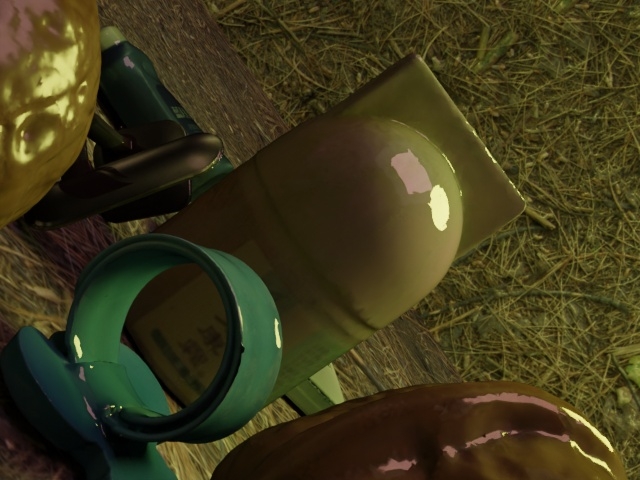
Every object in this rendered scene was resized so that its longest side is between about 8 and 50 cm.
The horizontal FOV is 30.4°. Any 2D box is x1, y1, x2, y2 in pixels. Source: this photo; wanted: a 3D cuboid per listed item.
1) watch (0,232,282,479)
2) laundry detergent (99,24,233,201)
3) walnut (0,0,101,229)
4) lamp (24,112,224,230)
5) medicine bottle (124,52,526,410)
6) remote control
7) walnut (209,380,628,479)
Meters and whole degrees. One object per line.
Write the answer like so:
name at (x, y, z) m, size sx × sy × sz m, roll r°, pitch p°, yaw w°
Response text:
watch at (-0.128, 0.100, 0.970) m, size 0.211 × 0.193 × 0.211 m, roll 49°, pitch 11°, yaw -14°
laundry detergent at (-0.243, -0.192, 1.691) m, size 0.290 × 0.094 × 0.143 m, roll 55°, pitch 14°, yaw 2°
walnut at (-0.290, -0.120, 0.772) m, size 0.277 × 0.252 × 0.313 m, roll 52°, pitch 38°, yaw -8°
lamp at (-0.183, -0.090, 1.258) m, size 0.283 × 0.203 × 0.124 m, roll -20°, pitch 100°, yaw -83°
medicine bottle at (0.000, 0.000, 1.275) m, size 0.235 × 0.406 × 0.236 m, roll 52°, pitch 11°, yaw -14°
remote control at (-0.086, 0.107, 1.546) m, size 0.344 × 0.050 × 0.145 m, roll 48°, pitch 12°, yaw -29°
walnut at (0.083, 0.272, 0.920) m, size 0.381 × 0.381 × 0.381 m, roll 52°, pitch 10°, yaw -13°
